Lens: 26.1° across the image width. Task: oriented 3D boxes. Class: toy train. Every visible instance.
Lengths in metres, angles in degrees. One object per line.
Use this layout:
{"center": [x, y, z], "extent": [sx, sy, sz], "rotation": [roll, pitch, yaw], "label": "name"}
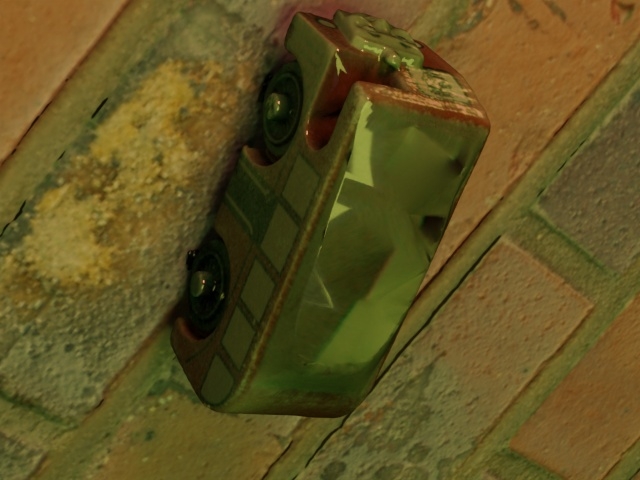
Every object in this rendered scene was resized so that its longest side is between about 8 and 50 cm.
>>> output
{"center": [0.000, 0.000, 1.001], "extent": [0.129, 0.159, 0.326], "rotation": [10, 116, -31], "label": "toy train"}
